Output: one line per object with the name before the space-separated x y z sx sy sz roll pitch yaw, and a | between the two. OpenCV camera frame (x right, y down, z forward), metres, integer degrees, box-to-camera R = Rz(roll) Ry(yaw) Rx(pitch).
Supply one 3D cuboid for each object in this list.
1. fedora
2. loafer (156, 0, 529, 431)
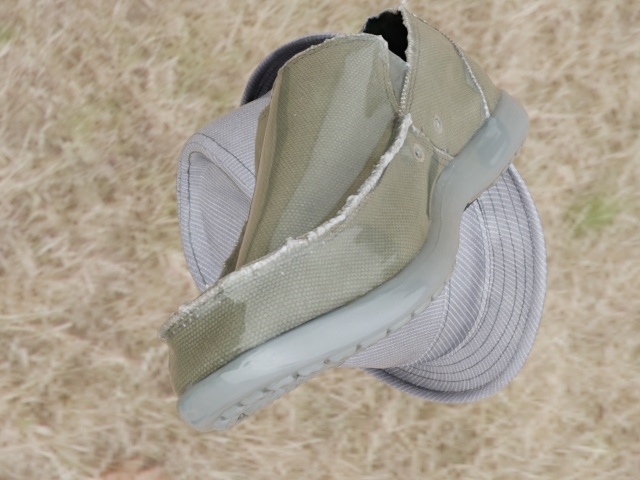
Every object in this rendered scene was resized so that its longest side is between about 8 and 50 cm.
fedora | 0.000 0.000 0.916 0.124 0.243 0.275 -22 52 -35
loafer | 0.001 -0.019 0.517 0.087 0.094 0.251 52 30 -8
